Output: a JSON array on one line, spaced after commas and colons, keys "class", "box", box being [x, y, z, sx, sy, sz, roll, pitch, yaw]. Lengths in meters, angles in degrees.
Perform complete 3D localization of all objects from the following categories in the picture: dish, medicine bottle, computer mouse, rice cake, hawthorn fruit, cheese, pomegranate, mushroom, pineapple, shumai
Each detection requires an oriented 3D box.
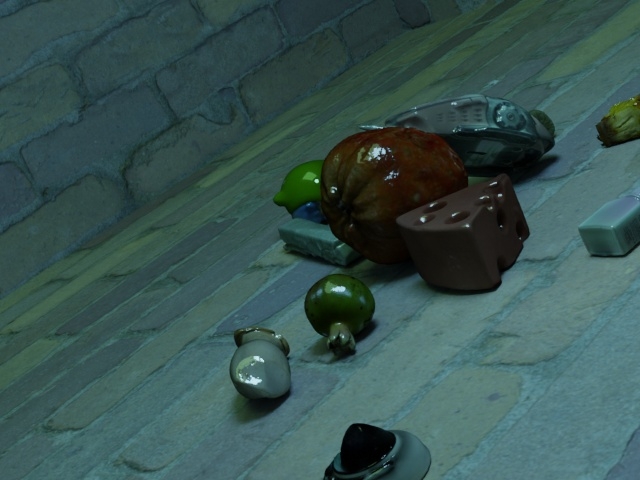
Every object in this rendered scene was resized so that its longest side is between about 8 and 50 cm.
[{"class": "dish", "box": [0.053, 0.255, 1.315, 0.141, 0.078, 0.141, -25, 16, 8]}, {"class": "medicine bottle", "box": [0.447, -0.029, 1.618, 0.118, 0.055, 0.074, -37, 18, -27]}, {"class": "computer mouse", "box": [0.259, -0.214, 2.094, 0.389, 0.115, 0.199, 6, -25, -11]}, {"class": "rice cake", "box": [0.000, 0.000, 2.236, 0.066, 0.063, 0.336, -28, 15, -17]}, {"class": "hawthorn fruit", "box": [0.132, -0.087, 1.950, 0.261, 0.258, 0.258, -23, 15, -5]}, {"class": "cheese", "box": [0.242, 0.004, 1.742, 0.202, 0.128, 0.177, -22, 18, 4]}, {"class": "pomegranate", "box": [0.030, 0.121, 1.752, 0.114, 0.114, 0.142, -20, 43, 22]}, {"class": "mushroom", "box": [-0.095, 0.193, 1.734, 0.097, 0.088, 0.212, -16, 10, 4]}, {"class": "pineapple", "box": [0.564, -0.218, 2.037, 0.116, 0.069, 0.137, -32, 7, 2]}, {"class": "shumai", "box": [0.426, -0.225, 2.250, 0.083, 0.082, 0.080, -11, 6, -29]}]

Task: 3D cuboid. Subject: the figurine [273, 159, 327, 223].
[{"class": "figurine", "box": [0.030, -0.111, 2.423, 0.263, 0.143, 0.162, -5, 21, 27]}]
